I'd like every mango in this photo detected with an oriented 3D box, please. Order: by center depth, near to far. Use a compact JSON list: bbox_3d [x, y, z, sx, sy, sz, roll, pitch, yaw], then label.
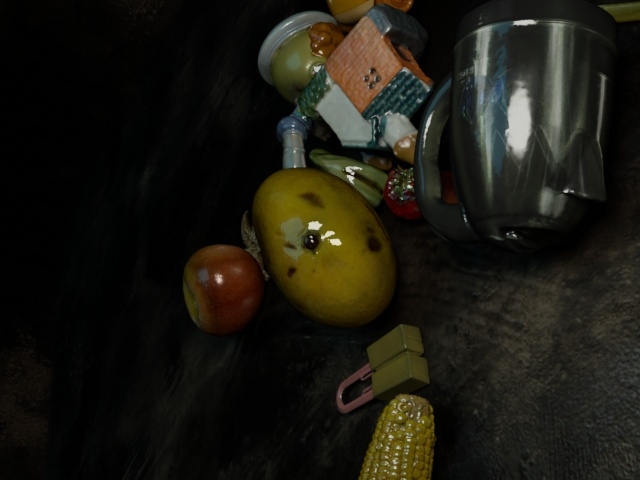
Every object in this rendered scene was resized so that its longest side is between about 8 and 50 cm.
[{"bbox_3d":[0.000,0.000,1.364,0.220,0.301,0.445,-36,16,1],"label":"mango"}]

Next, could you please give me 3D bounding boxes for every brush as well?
[{"bbox_3d":[0.092,0.242,1.287,0.233,0.047,0.103,-41,42,41],"label":"brush"}]

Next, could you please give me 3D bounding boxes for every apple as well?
[{"bbox_3d":[-0.226,0.115,1.721,0.210,0.173,0.235,68,156,6],"label":"apple"}]

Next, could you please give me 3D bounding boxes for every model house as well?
[{"bbox_3d":[0.137,-0.248,1.403,0.271,0.190,0.301,-45,60,28],"label":"model house"}]

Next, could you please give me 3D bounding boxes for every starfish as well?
[{"bbox_3d":[-0.165,0.011,1.815,0.240,0.043,0.227,-35,47,42],"label":"starfish"}]

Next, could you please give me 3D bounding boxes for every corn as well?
[{"bbox_3d":[0.108,0.396,1.120,0.119,0.119,0.322,-9,62,56],"label":"corn"}]

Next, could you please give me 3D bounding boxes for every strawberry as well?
[{"bbox_3d":[0.164,-0.081,1.313,0.106,0.106,0.106,-33,48,45],"label":"strawberry"}]

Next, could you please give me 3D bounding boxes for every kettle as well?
[{"bbox_3d":[0.260,-0.139,1.052,0.320,0.228,0.324,-5,74,45],"label":"kettle"}]

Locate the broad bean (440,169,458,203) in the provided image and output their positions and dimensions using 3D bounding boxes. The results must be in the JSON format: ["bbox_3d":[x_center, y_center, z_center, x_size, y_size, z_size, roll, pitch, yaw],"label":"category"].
[{"bbox_3d":[0.239,-0.062,1.187,0.165,0.084,0.114,16,85,52],"label":"broad bean"}]

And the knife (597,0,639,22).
[{"bbox_3d":[0.499,-0.326,0.977,0.343,0.027,0.061,22,89,59],"label":"knife"}]

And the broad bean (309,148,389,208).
[{"bbox_3d":[0.051,-0.130,1.463,0.206,0.153,0.072,29,83,45],"label":"broad bean"}]

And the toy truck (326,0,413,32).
[{"bbox_3d":[0.108,-0.551,1.476,0.288,0.212,0.204,-45,23,-21],"label":"toy truck"}]

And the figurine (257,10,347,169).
[{"bbox_3d":[-0.048,-0.326,1.627,0.224,0.205,0.382,92,-176,-64],"label":"figurine"}]
